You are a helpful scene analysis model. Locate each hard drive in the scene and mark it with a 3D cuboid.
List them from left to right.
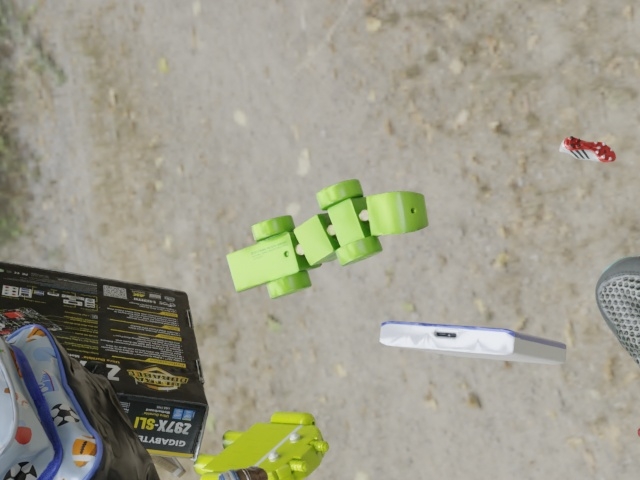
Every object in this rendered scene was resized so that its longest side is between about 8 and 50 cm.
[{"bbox_3d":[0.253,0.166,1.749,0.210,0.318,0.040,2,83,26],"label":"hard drive"}]

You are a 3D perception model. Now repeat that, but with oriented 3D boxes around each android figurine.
[{"bbox_3d":[-0.103,0.393,1.996,0.272,0.248,0.056,-7,110,44],"label":"android figurine"}]

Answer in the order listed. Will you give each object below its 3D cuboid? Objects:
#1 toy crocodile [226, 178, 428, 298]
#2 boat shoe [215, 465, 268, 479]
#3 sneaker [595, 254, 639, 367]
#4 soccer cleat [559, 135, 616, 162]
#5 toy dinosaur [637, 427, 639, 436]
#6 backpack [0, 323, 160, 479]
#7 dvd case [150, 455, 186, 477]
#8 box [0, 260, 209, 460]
[{"bbox_3d":[0.000,0.000,1.588,0.340,0.105,0.115,-25,80,33],"label":"toy crocodile"},{"bbox_3d":[-0.100,0.339,1.450,0.183,0.066,0.066,116,138,-70],"label":"boat shoe"},{"bbox_3d":[0.160,0.068,0.438,0.166,0.076,0.065,52,143,38],"label":"sneaker"},{"bbox_3d":[0.386,-0.129,1.578,0.035,0.083,0.029,126,155,-68],"label":"soccer cleat"},{"bbox_3d":[0.609,0.366,1.939,0.090,0.047,0.082,54,142,13],"label":"toy dinosaur"},{"bbox_3d":[-0.285,0.215,0.891,0.213,0.263,0.276,46,179,-33],"label":"backpack"},{"bbox_3d":[-0.298,0.257,1.592,0.164,0.018,0.221,43,177,39],"label":"dvd case"},{"bbox_3d":[-0.293,0.118,1.177,0.257,0.322,0.079,-114,38,-61],"label":"box"}]
